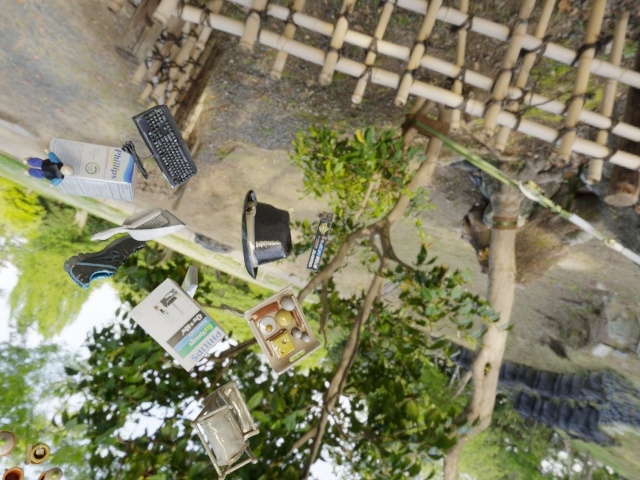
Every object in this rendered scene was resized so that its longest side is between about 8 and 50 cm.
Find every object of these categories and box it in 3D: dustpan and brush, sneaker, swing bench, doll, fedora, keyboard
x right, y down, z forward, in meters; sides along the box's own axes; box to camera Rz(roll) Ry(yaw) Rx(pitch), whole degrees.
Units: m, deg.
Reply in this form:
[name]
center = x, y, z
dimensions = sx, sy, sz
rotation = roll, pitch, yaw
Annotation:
[dustpan and brush]
center = -0.479, -0.035, 1.042
dimensions = 0.147, 0.211, 0.060
rotation = 28, 141, 41
[sneaker]
center = -0.900, 0.090, 1.732
dimensions = 0.139, 0.341, 0.125
rotation = 49, 140, 11
[swing bench]
center = -0.370, 0.747, 1.607
dimensions = 0.255, 0.165, 0.253
rotation = -173, 59, -82
[doll]
center = -0.915, -0.246, 1.353
dimensions = 0.189, 0.129, 0.046
rotation = 10, -165, 16
[fedora]
center = -0.178, -0.024, 1.405
dimensions = 0.153, 0.333, 0.334
rotation = -2, 170, -1
[keyboard]
center = -0.562, -0.303, 1.400
dimensions = 0.033, 0.202, 0.317
rotation = 43, 159, 32

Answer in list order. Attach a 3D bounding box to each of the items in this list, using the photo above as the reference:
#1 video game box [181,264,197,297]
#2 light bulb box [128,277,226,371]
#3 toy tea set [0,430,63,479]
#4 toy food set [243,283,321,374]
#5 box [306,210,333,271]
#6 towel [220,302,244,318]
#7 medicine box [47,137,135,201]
[video game box]
center = -0.744, 0.273, 2.256
dimensions = 0.048, 0.205, 0.187
rotation = 16, -156, -28
[light bulb box]
center = -0.653, 0.382, 1.880
dimensions = 0.361, 0.225, 0.358
rotation = 46, 164, -5
[toy tea set]
center = -1.211, 0.897, 1.621
dimensions = 0.336, 0.199, 0.124
rotation = 28, 134, -27
[toy food set]
center = -0.143, 0.349, 1.587
dimensions = 0.092, 0.220, 0.306
rotation = 9, 126, 62
[box]
center = 0.000, 0.000, 1.660
dimensions = 0.051, 0.220, 0.175
rotation = 16, -166, 0
[towel]
center = -0.406, 0.325, 1.859
dimensions = 0.110, 0.027, 0.148
rotation = 24, 171, -18
[medicine box]
center = -0.910, -0.276, 1.633
dimensions = 0.290, 0.149, 0.263
rotation = 5, 168, -22
